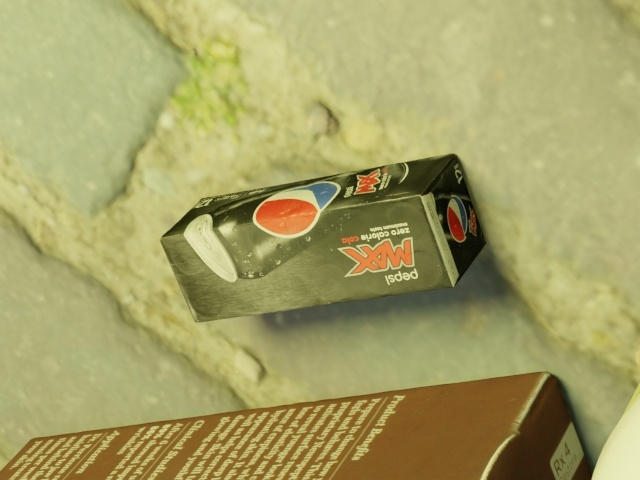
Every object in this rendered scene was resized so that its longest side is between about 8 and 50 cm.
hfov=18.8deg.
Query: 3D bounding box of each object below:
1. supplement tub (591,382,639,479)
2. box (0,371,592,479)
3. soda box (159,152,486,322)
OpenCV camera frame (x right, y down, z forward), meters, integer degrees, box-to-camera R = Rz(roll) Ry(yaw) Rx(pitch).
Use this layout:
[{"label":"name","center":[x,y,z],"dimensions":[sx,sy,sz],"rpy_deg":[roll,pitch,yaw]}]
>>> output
[{"label":"supplement tub","center":[0.248,0.100,0.815],"dimensions":[0.235,0.325,0.235],"rpy_deg":[13,122,21]},{"label":"box","center":[-0.044,0.196,1.106],"dimensions":[0.381,0.191,0.143],"rpy_deg":[-12,112,33]},{"label":"soda box","center":[0.000,0.000,1.054],"dimensions":[0.169,0.053,0.060],"rpy_deg":[-10,113,30]}]
